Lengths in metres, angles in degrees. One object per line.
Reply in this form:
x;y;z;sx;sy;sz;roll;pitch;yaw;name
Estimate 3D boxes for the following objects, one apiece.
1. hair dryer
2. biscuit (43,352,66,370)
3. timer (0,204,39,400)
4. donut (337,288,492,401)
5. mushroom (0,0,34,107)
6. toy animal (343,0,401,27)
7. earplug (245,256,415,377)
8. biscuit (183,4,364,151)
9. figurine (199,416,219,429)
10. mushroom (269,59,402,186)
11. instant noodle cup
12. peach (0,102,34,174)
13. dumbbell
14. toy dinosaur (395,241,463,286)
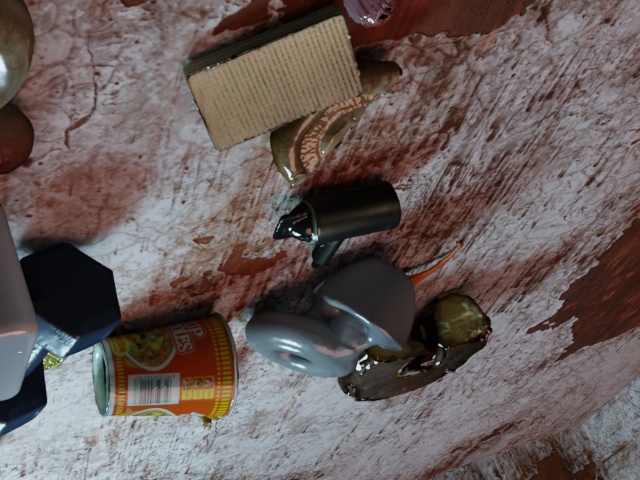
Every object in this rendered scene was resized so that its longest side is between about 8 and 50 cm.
0.000;0.000;1.690;0.195;0.078;0.248;-12;158;-21;hair dryer
-0.445;0.184;1.695;0.084;0.023;0.084;-21;154;-11;biscuit
-0.471;0.086;1.280;0.194;0.195;0.192;-8;150;-30;timer
0.174;0.229;2.205;0.345;0.136;0.259;-10;153;-26;donut
-0.349;-0.144;0.922;0.207;0.215;0.207;-16;160;-6;mushroom
0.030;-0.289;1.144;0.103;0.100;0.208;7;179;37;toy animal
0.020;0.148;1.890;0.325;0.175;0.214;-24;142;21;earplug
-0.054;-0.192;1.250;0.199;0.040;0.121;-22;134;-2;biscuit
-0.238;0.311;2.067;0.122;0.121;0.176;8;160;-3;figurine
0.006;-0.167;1.352;0.210;0.072;0.094;-48;143;16;mushroom
-0.267;0.222;1.769;0.212;0.193;0.193;-3;148;-24;instant noodle cup
-0.352;-0.109;1.147;0.083;0.083;0.083;-20;154;-10;peach
-0.413;0.147;1.492;0.144;0.160;0.325;13;136;-37;dumbbell
0.149;0.078;1.986;0.279;0.055;0.101;-30;164;8;toy dinosaur
